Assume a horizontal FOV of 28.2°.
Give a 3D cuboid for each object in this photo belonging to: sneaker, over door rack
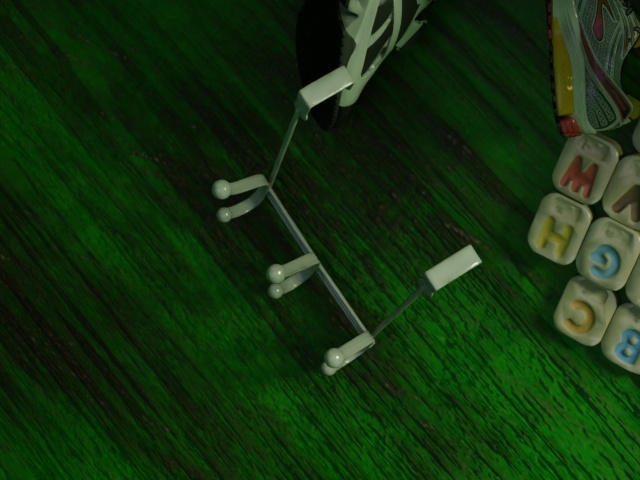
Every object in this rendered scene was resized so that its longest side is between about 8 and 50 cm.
[{"bbox_3d":[0.261,-0.213,1.209,0.093,0.088,0.225,-4,99,10],"label":"sneaker"},{"bbox_3d":[0.000,0.000,1.332,0.239,0.108,0.324,56,152,8],"label":"over door rack"},{"bbox_3d":[0.065,-0.242,1.295,0.330,0.146,0.122,107,145,-49],"label":"sneaker"}]

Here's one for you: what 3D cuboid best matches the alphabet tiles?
[{"bbox_3d":[0.345,0.008,1.237,0.284,0.021,0.278,30,116,22],"label":"alphabet tiles"}]
